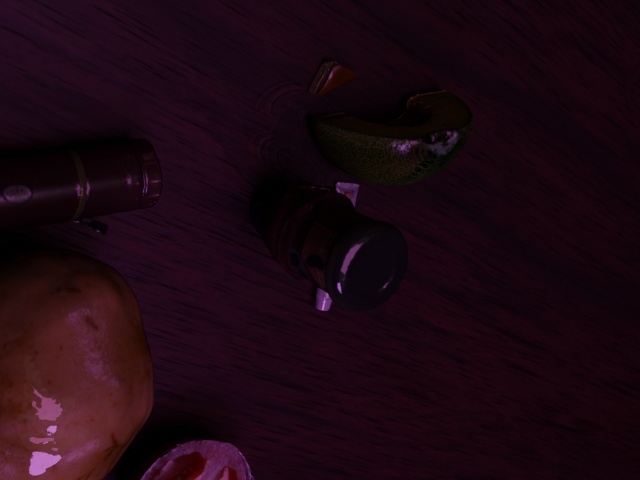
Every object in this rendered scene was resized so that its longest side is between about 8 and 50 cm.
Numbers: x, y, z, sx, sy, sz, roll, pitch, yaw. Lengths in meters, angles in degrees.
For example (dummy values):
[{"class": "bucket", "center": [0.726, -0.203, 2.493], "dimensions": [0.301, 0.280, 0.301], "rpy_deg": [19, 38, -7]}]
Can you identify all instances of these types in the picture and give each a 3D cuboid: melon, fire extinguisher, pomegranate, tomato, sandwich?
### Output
[{"class": "melon", "center": [0.131, -0.139, 1.497], "dimensions": [0.265, 0.169, 0.129], "rpy_deg": [-15, 121, -29]}, {"class": "fire extinguisher", "center": [-0.373, -0.051, 1.209], "dimensions": [0.341, 0.105, 0.141], "rpy_deg": [-13, 117, -35]}, {"class": "pomegranate", "center": [-0.368, 0.162, 1.163], "dimensions": [0.333, 0.332, 0.332], "rpy_deg": [-16, 120, -30]}, {"class": "tomato", "center": [-0.222, 0.390, 1.529], "dimensions": [0.228, 0.112, 0.199], "rpy_deg": [43, 76, -40]}, {"class": "sandwich", "center": [0.018, -0.251, 1.451], "dimensions": [0.083, 0.031, 0.044], "rpy_deg": [-31, 130, -24]}]

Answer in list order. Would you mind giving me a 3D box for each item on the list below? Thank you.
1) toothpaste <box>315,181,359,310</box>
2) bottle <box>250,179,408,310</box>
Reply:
[{"class": "toothpaste", "center": [0.023, 0.010, 1.582], "dimensions": [0.052, 0.033, 0.218], "rpy_deg": [1, 106, -41]}, {"class": "bottle", "center": [0.000, 0.000, 1.397], "dimensions": [0.143, 0.271, 0.156], "rpy_deg": [0, 109, -38]}]
